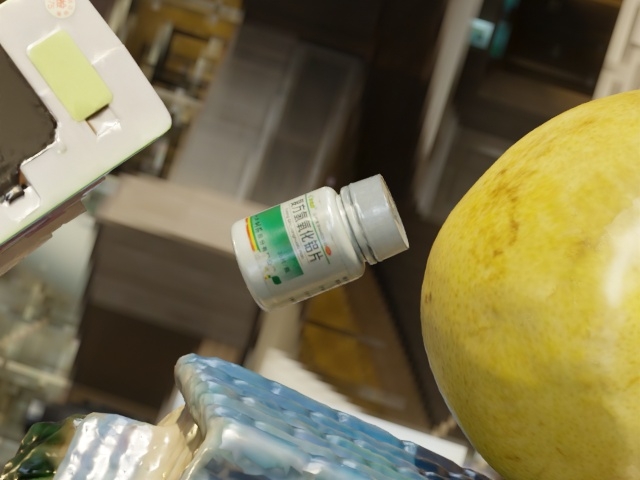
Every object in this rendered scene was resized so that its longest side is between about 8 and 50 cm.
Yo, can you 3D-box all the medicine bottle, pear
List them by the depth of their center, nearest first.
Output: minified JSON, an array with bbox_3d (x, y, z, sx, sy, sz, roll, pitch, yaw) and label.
[{"bbox_3d":[0.215,0.044,1.256,0.314,0.314,0.314,17,-90,-83],"label":"pear"},{"bbox_3d":[0.000,0.000,1.541,0.080,0.130,0.080,-22,-90,-82],"label":"medicine bottle"}]

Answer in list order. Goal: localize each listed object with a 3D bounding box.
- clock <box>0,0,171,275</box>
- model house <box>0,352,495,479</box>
[{"bbox_3d":[-0.286,-0.041,1.402,0.235,0.166,0.309,-37,2,-29],"label":"clock"},{"bbox_3d":[-0.036,0.310,1.246,0.400,0.395,0.445,-39,26,52],"label":"model house"}]
